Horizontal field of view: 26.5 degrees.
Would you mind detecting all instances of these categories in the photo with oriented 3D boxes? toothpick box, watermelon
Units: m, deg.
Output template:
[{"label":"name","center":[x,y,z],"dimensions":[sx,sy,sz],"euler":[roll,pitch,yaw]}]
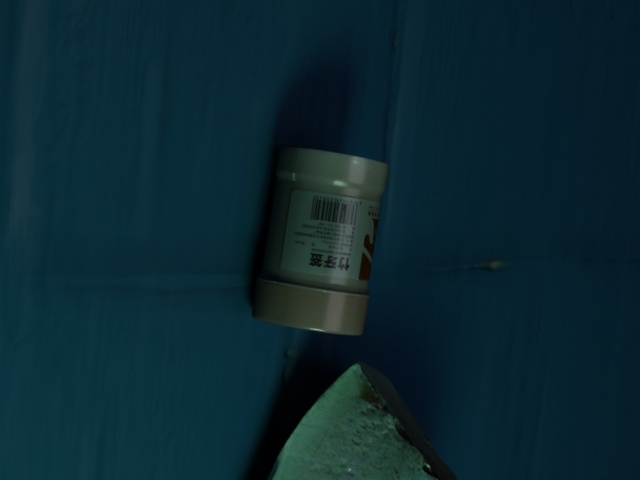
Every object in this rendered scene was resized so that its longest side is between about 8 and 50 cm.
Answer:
[{"label":"toothpick box","center":[0.000,0.000,1.161],"dimensions":[0.098,0.098,0.149],"euler":[9,90,-52]},{"label":"watermelon","center":[0.070,0.294,1.222],"dimensions":[0.289,0.213,0.320],"euler":[50,48,-46]}]
